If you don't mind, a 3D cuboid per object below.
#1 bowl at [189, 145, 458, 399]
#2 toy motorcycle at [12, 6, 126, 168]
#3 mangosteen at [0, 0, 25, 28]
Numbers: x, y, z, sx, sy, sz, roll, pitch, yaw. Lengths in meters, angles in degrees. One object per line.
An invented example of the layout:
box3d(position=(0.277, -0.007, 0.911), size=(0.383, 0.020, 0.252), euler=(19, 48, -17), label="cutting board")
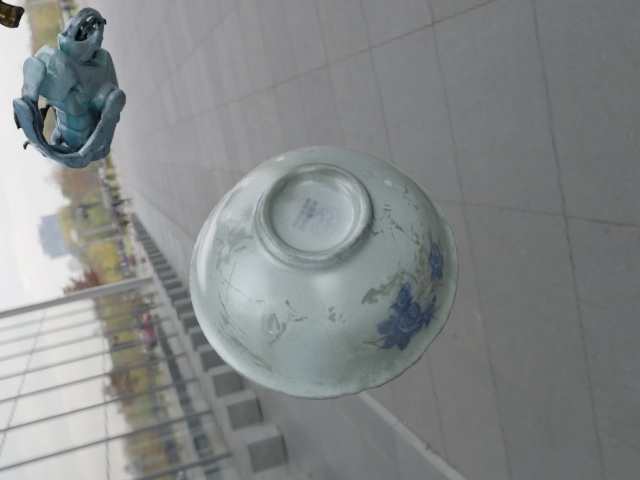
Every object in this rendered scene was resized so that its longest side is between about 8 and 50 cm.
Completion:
box3d(position=(0.000, 0.000, 0.846), size=(0.146, 0.313, 0.313), euler=(84, 168, -64), label="bowl")
box3d(position=(-0.410, -0.238, 1.286), size=(0.154, 0.206, 0.260), euler=(29, 150, 12), label="toy motorcycle")
box3d(position=(-0.417, -0.294, 0.847), size=(0.200, 0.200, 0.200), euler=(167, 90, -76), label="mangosteen")
